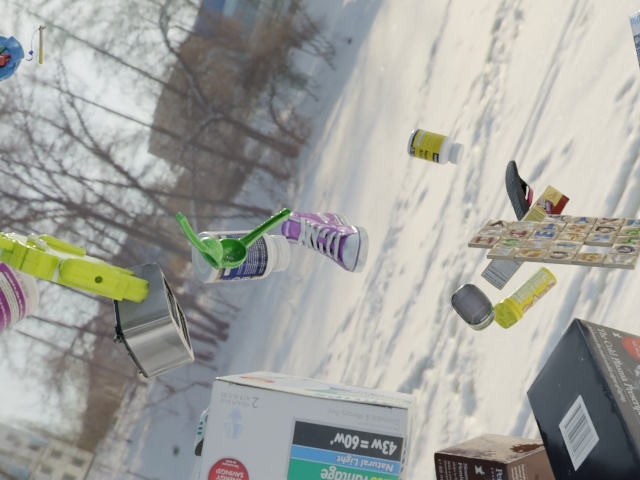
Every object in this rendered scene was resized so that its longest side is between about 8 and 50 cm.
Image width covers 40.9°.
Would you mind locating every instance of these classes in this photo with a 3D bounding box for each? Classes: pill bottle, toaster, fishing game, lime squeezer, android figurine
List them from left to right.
[{"bbox_3d":[-0.717,0.138,1.664,0.301,0.169,0.169,-36,-19,-42],"label":"pill bottle"},{"bbox_3d":[-0.650,-0.337,1.617,0.041,0.264,0.189,74,-177,-45],"label":"fishing game"},{"bbox_3d":[-0.437,0.041,1.484,0.248,0.273,0.056,19,87,60],"label":"android figurine"},{"bbox_3d":[-0.325,0.157,1.643,0.168,0.110,0.186,73,177,-47],"label":"toaster"},{"bbox_3d":[-0.152,0.003,1.401,0.110,0.059,0.310,-43,-18,24],"label":"lime squeezer"},{"bbox_3d":[-0.145,0.028,1.600,0.094,0.169,0.094,7,98,56],"label":"pill bottle"},{"bbox_3d":[0.256,-0.205,1.902,0.065,0.116,0.065,-49,-32,-46],"label":"pill bottle"}]

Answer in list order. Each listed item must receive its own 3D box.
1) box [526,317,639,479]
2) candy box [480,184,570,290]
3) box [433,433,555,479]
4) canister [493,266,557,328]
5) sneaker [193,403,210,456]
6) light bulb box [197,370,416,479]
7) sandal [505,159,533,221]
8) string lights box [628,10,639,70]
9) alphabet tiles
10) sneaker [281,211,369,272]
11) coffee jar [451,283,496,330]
[{"bbox_3d":[0.522,0.317,1.289,0.343,0.312,0.179,-94,24,-58],"label":"box"},{"bbox_3d":[0.380,-0.004,1.593,0.109,0.053,0.187,-44,-11,-49],"label":"candy box"},{"bbox_3d":[0.362,0.492,1.715,0.203,0.167,0.168,-10,88,54],"label":"box"},{"bbox_3d":[0.558,0.155,2.355,0.170,0.073,0.126,-39,-10,-19],"label":"canister"},{"bbox_3d":[-0.288,0.485,2.221,0.075,0.057,0.161,-108,35,-56],"label":"sneaker"},{"bbox_3d":[-0.009,0.387,1.632,0.361,0.358,0.225,42,-124,-79],"label":"light bulb box"},{"bbox_3d":[0.441,-0.089,1.865,0.067,0.040,0.179,107,151,-75],"label":"sandal"},{"bbox_3d":[0.665,-0.317,1.613,0.133,0.076,0.260,-146,44,-85],"label":"string lights box"},{"bbox_3d":[0.344,-0.004,1.239,0.198,0.237,0.009,-36,-54,-56],"label":"alphabet tiles"},{"bbox_3d":[0.000,0.001,1.867,0.282,0.161,0.102,-144,63,-69],"label":"sneaker"},{"bbox_3d":[0.367,0.162,2.044,0.079,0.096,0.184,-41,-17,3],"label":"coffee jar"}]
